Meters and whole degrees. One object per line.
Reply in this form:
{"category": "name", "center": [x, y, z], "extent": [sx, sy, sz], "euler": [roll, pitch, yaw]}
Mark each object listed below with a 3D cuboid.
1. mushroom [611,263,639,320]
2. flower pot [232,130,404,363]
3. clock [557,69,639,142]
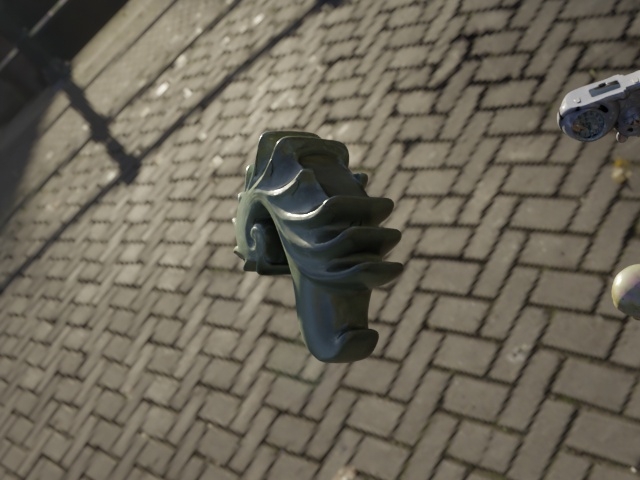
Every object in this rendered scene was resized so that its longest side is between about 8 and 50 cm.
{"category": "mushroom", "center": [0.409, 0.068, 1.473], "extent": [0.083, 0.067, 0.083], "euler": [4, 33, -3]}
{"category": "flower pot", "center": [0.000, 0.000, 1.871], "extent": [0.367, 0.164, 0.254], "euler": [50, 129, 43]}
{"category": "clock", "center": [0.520, -0.223, 2.108], "extent": [0.176, 0.117, 0.080], "euler": [-18, 28, 12]}
